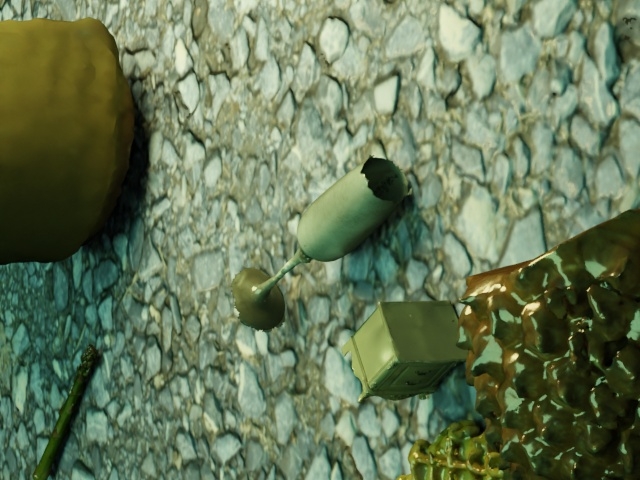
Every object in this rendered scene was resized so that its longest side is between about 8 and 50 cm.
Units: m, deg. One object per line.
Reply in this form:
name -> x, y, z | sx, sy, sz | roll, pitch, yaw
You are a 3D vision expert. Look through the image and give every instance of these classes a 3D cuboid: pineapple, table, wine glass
pineapple -> 0.231, 0.165, 1.120 | 0.223, 0.223, 0.357 | -26, 76, 54
table -> 0.074, 0.101, 1.452 | 0.083, 0.079, 0.062 | -51, 48, 46
wine glass -> 0.000, 0.000, 1.580 | 0.262, 0.074, 0.074 | -43, 55, 46

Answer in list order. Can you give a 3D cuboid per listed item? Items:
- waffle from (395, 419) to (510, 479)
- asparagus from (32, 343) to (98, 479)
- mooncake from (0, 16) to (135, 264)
waffle -> 0.123, 0.247, 1.413 | 0.191, 0.038, 0.191 | 1, 91, 57
asparagus -> -0.329, 0.224, 2.114 | 0.025, 0.024, 0.248 | 52, 130, 35
mooncake -> -0.394, -0.160, 2.011 | 0.394, 0.246, 0.393 | 61, 146, 36
